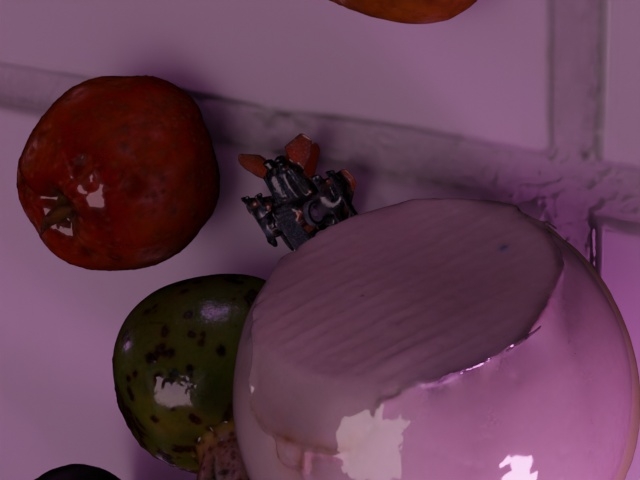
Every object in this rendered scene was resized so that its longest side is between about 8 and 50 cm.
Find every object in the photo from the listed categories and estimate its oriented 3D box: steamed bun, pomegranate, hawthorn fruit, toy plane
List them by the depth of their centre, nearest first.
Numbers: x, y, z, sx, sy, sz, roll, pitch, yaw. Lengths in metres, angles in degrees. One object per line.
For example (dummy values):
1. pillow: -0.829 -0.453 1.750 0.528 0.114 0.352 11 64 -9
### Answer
1. steamed bun: 0.090 0.142 0.965 0.309 0.309 0.309 18 121 32
2. toy plane: -0.002 0.001 1.114 0.130 0.061 0.189 -15 101 41
3. pomegranate: -0.084 0.141 1.140 0.202 0.248 0.202 -3 133 -3
4. hawthorn fruit: -0.190 -0.052 1.145 0.179 0.200 0.179 19 127 27

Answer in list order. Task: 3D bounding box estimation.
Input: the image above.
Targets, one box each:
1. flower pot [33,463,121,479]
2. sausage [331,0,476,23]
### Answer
1. flower pot: -0.147 0.405 1.290 0.251 0.379 0.379 -6 108 18
2. sausage: 0.003 -0.240 0.967 0.270 0.109 0.109 33 128 22
